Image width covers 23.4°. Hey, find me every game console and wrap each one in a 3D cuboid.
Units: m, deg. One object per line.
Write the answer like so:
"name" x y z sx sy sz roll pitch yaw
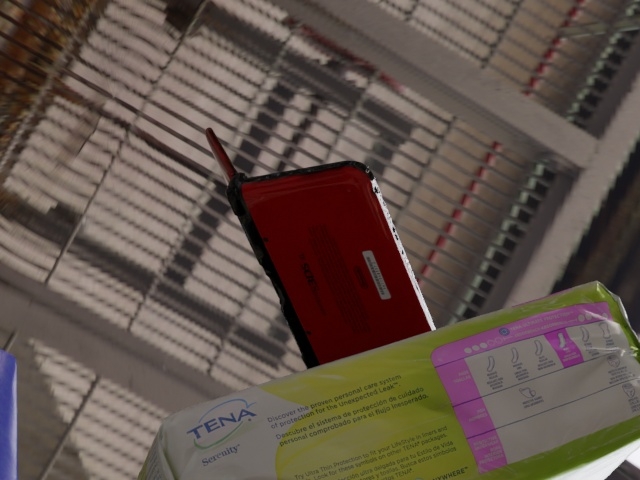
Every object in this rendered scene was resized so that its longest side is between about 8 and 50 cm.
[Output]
"game console" 0.000 0.000 0.918 0.124 0.085 0.144 -9 -55 22

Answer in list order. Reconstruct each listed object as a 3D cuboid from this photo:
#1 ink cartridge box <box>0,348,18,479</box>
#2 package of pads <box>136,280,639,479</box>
"ink cartridge box" -0.158 0.155 0.522 0.065 0.165 0.333 11 -45 -22
"package of pads" 0.036 0.141 0.895 0.296 0.229 0.101 -16 -113 -22
